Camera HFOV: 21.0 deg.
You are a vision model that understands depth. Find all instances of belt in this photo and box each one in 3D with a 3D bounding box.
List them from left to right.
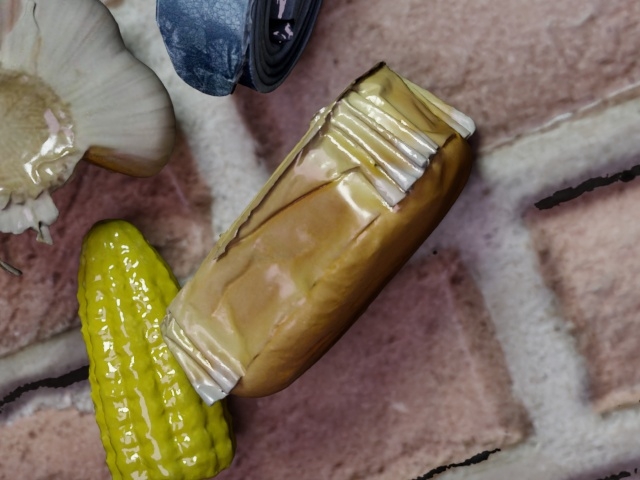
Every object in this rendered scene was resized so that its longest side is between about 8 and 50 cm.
[{"bbox_3d":[-0.047,-0.191,1.139,0.082,0.141,0.190,19,111,17],"label":"belt"}]

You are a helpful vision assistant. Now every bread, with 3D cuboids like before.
[{"bbox_3d":[0.000,0.000,1.170,0.107,0.136,0.241,41,114,5],"label":"bread"}]

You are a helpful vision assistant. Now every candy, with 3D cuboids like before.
[{"bbox_3d":[-0.127,0.080,1.257,0.094,0.106,0.198,-14,93,4],"label":"candy"}]

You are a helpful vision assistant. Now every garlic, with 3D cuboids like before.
[{"bbox_3d":[-0.221,-0.055,1.213,0.207,0.207,0.256,25,117,14],"label":"garlic"}]
